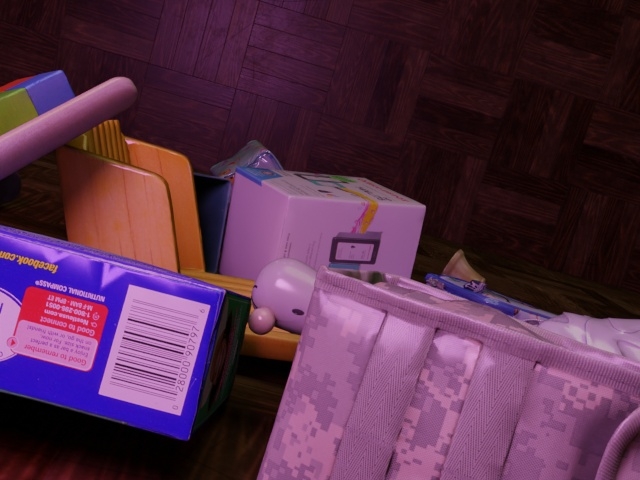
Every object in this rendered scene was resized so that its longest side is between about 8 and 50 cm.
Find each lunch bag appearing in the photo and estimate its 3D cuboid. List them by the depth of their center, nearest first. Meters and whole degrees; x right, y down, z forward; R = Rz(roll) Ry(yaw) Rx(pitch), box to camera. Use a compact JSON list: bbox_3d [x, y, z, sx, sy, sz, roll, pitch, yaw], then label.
[{"bbox_3d":[0.113,0.167,0.464,0.287,0.235,0.169,18,3,19],"label":"lunch bag"},{"bbox_3d":[0.302,0.144,1.359,0.303,0.114,0.243,21,2,-20],"label":"lunch bag"},{"bbox_3d":[-0.108,-0.070,1.783,0.262,0.160,0.223,57,-2,-15],"label":"lunch bag"}]

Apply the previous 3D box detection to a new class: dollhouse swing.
[{"bbox_3d":[-0.135,-0.010,1.079,0.305,0.315,0.347,-6,9,-2],"label":"dollhouse swing"}]

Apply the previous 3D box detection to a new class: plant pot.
[{"bbox_3d":[-0.299,-0.047,1.410,0.234,0.165,0.166,13,4,44],"label":"plant pot"}]

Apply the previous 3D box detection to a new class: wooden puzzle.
[{"bbox_3d":[-0.400,-0.084,0.836,0.348,0.080,0.322,-4,29,44],"label":"wooden puzzle"}]

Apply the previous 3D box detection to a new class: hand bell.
[{"bbox_3d":[0.378,0.132,1.802,0.242,0.126,0.126,31,12,17],"label":"hand bell"}]

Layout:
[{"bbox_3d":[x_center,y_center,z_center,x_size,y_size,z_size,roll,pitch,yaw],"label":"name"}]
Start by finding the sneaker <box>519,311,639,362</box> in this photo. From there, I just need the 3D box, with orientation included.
[{"bbox_3d":[0.278,0.196,0.754,0.210,0.137,0.365,7,36,3],"label":"sneaker"}]

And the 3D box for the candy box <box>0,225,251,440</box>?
[{"bbox_3d":[-0.207,0.067,0.732,0.268,0.122,0.317,15,-4,1],"label":"candy box"}]

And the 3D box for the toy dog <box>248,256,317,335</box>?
[{"bbox_3d":[0.053,0.151,0.762,0.334,0.220,0.161,14,38,36],"label":"toy dog"}]

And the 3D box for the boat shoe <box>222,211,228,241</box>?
[{"bbox_3d":[-0.242,-0.040,1.789,0.076,0.080,0.228,-6,12,4],"label":"boat shoe"}]

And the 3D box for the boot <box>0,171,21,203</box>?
[{"bbox_3d":[-0.687,-0.121,1.464,0.229,0.091,0.263,15,2,37],"label":"boot"}]

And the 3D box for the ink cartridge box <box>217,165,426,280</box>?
[{"bbox_3d":[0.000,0.000,1.400,0.270,0.197,0.198,2,17,-33],"label":"ink cartridge box"}]

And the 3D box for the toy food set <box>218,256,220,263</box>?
[{"bbox_3d":[-0.219,0.026,1.546,0.083,0.020,0.082,12,9,-30],"label":"toy food set"}]
